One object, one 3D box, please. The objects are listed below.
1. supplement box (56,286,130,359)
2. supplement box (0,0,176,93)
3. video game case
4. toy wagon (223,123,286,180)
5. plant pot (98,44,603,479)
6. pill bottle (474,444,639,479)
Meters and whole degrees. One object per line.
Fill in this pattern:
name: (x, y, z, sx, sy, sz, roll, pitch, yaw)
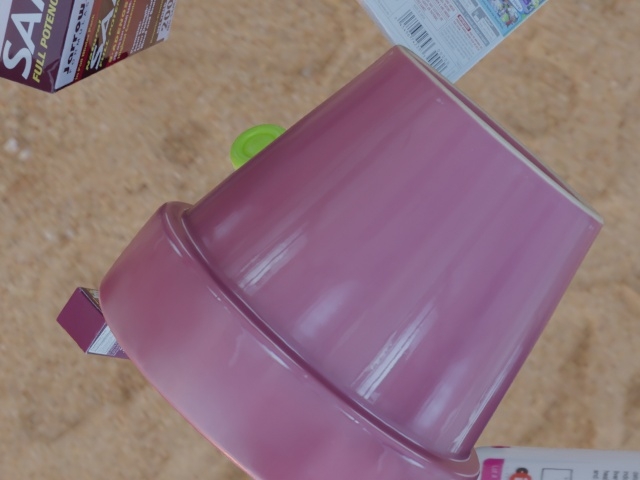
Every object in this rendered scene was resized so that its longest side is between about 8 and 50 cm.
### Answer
supplement box: (-0.199, 0.080, 1.682, 0.083, 0.055, 0.043, 15, 115, -54)
supplement box: (-0.154, -0.187, 1.187, 0.073, 0.239, 0.130, 19, 108, 8)
video game case: (0.108, -0.266, 1.547, 0.193, 0.023, 0.212, -42, 109, -8)
toy wagon: (0.000, 0.000, 1.587, 0.344, 0.068, 0.267, -4, 137, 16)
plant pot: (0.027, 0.017, 0.837, 0.180, 0.201, 0.201, -49, 129, 8)
pill bottle: (0.236, 0.222, 1.189, 0.283, 0.160, 0.160, 0, 122, 13)
